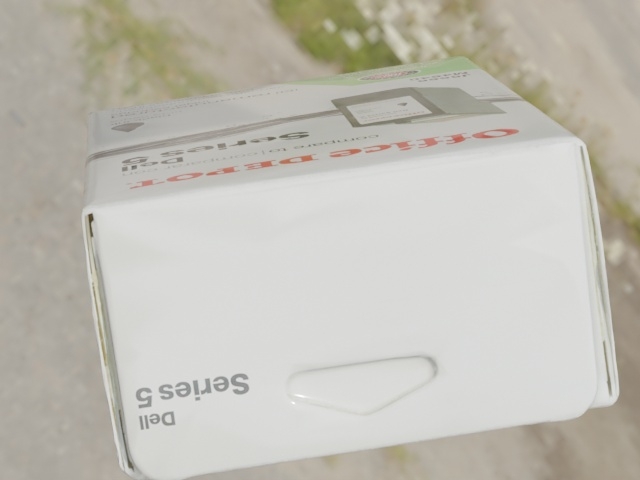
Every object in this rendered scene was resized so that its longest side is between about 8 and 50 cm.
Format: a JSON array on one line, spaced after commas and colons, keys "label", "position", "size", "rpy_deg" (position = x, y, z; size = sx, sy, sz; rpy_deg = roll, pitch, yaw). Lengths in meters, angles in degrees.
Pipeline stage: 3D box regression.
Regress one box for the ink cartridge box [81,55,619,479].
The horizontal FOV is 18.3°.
[{"label": "ink cartridge box", "position": [0.000, 0.000, 0.881], "size": [0.273, 0.198, 0.114], "rpy_deg": [-119, -160, -77]}]
